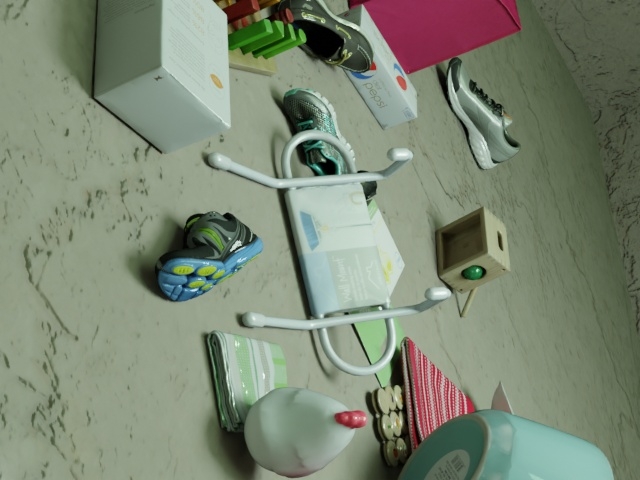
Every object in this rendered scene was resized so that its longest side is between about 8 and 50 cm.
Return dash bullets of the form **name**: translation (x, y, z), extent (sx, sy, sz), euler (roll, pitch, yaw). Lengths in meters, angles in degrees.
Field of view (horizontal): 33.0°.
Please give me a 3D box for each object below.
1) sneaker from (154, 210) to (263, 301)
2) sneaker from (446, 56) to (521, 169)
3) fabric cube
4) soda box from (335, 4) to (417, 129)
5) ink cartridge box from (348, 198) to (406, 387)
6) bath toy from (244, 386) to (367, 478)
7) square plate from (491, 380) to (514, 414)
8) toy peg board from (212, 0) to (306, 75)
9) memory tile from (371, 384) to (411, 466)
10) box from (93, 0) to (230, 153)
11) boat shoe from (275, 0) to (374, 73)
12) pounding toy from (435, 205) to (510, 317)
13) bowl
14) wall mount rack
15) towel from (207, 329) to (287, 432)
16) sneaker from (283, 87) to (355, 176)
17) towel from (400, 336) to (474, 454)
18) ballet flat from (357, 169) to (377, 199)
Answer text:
- **sneaker**: translation (-0.131, 0.012, 1.174), extent (0.078, 0.067, 0.188), euler (50, 25, 5)
- **sneaker**: translation (0.358, -0.292, 2.399), extent (0.271, 0.108, 0.100), euler (60, 28, -21)
- **fabric cube**: translation (0.207, -0.522, 2.061), extent (0.259, 0.254, 0.258), euler (38, 41, -52)
- **soda box**: translation (0.092, -0.297, 1.868), extent (0.216, 0.069, 0.073), euler (53, 30, -37)
- **ink cartridge box**: translation (0.085, 0.077, 1.592), extent (0.235, 0.056, 0.171), euler (63, 25, -14)
- **bath toy**: translation (0.011, 0.321, 1.122), extent (0.151, 0.129, 0.348), euler (24, 54, -62)
- **square plate**: translation (0.353, 0.463, 1.779), extent (0.347, 0.049, 0.344), euler (-95, 165, -62)
- **toy peg board**: translation (-0.094, -0.319, 1.466), extent (0.161, 0.079, 0.160), euler (-6, 78, -66)
- **memory tile**: translation (0.114, 0.263, 1.551), extent (0.148, 0.012, 0.113), euler (10, 66, -65)
- **box**: translation (-0.173, -0.207, 1.192), extent (0.130, 0.091, 0.170), euler (41, 37, -49)
- **boat shoe**: translation (0.010, -0.315, 1.696), extent (0.228, 0.081, 0.068), euler (30, 48, -46)
- **pounding toy**: translation (0.279, 0.041, 1.967), extent (0.100, 0.130, 0.141), euler (36, 40, -35)
- **bowl**: translation (0.211, 0.344, 1.415), extent (0.163, 0.311, 0.311), euler (41, 32, -15)
- **wall mount rack**: translation (0.000, 0.000, 1.388), extent (0.304, 0.130, 0.349), euler (-6, 74, -27)
- **towel**: translation (-0.072, 0.161, 1.219), extent (0.152, 0.023, 0.113), euler (20, 55, -61)
- **sneaker**: translation (-0.003, -0.145, 1.559), extent (0.166, 0.065, 0.076), euler (54, 33, -31)
- **towel**: translation (0.193, 0.286, 1.674), extent (0.275, 0.031, 0.198), euler (46, 32, -51)
- **ballet flat**: translation (0.051, -0.083, 1.625), extent (0.049, 0.057, 0.173), euler (60, 8, 4)
